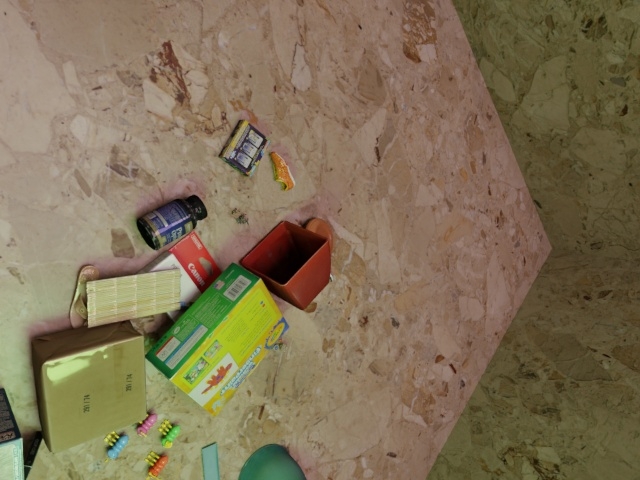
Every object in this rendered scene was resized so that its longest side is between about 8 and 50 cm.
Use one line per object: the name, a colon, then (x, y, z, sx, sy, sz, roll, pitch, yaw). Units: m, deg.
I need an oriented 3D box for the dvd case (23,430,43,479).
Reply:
dvd case: (-0.880, 0.698, 1.416, 0.029, 0.238, 0.180, 23, 83, -22)

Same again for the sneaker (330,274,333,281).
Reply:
sneaker: (0.021, 0.150, 2.188, 0.043, 0.040, 0.109, -36, 117, -10)

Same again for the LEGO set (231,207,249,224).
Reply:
LEGO set: (-0.314, -0.090, 1.880, 0.054, 0.023, 0.083, -38, 106, -31)

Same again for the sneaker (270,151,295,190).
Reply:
sneaker: (-0.161, -0.278, 1.943, 0.067, 0.064, 0.175, -35, 116, -18)

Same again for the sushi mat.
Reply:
sushi mat: (-0.609, 0.186, 1.591, 0.316, 0.019, 0.152, -7, 102, -41)

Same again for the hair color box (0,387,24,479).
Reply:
hair color box: (-0.892, 0.556, 1.306, 0.105, 0.347, 0.174, -5, 101, -39)

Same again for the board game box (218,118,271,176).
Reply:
board game box: (-0.288, -0.351, 1.834, 0.141, 0.048, 0.170, 36, 75, -35)

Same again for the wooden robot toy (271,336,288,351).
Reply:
wooden robot toy: (-0.192, 0.426, 2.031, 0.076, 0.079, 0.173, -47, 123, -23)

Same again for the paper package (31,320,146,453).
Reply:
paper package: (-0.723, 0.448, 1.523, 0.309, 0.168, 0.325, -11, 111, -38)

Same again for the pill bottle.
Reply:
pill bottle: (-0.507, -0.070, 1.656, 0.219, 0.122, 0.123, -34, 118, -29)

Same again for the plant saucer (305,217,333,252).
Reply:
plant saucer: (0.000, 0.000, 2.097, 0.200, 0.037, 0.200, 11, 77, -55)

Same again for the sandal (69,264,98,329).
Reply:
sandal: (-0.745, 0.202, 1.538, 0.088, 0.079, 0.240, 2, 97, -40)

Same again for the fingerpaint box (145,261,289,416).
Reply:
fingerpaint box: (-0.357, 0.366, 1.765, 0.445, 0.163, 0.371, -49, 145, -21)

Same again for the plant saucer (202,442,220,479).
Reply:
plant saucer: (-0.447, 0.919, 1.951, 0.067, 0.018, 0.192, -11, 105, -38)

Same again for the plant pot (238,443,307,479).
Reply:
plant pot: (-0.173, 1.060, 2.046, 0.271, 0.255, 0.272, -8, 103, -37)

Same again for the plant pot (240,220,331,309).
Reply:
plant pot: (-0.111, 0.121, 1.945, 0.267, 0.267, 0.236, -45, 137, -24)

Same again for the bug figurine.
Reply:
bug figurine: (-0.626, 0.740, 1.737, 0.279, 0.072, 0.216, 48, 68, -34)

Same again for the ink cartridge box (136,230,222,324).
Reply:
ink cartridge box: (-0.478, 0.158, 1.758, 0.261, 0.066, 0.296, -42, 122, -25)
